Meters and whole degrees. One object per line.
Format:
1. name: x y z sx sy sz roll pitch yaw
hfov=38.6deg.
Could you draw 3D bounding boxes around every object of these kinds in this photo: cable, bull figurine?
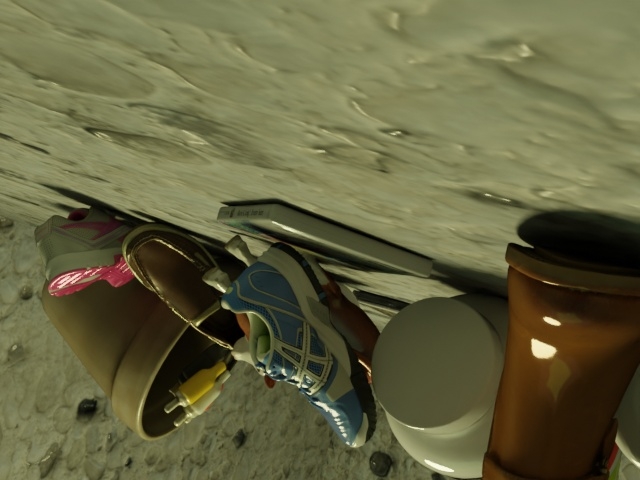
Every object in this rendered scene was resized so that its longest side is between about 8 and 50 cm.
1. cable: -0.125 0.178 1.433 0.072 0.287 0.139 48 173 19
2. bull figurine: -0.039 0.090 1.037 0.188 0.101 0.310 50 157 -18

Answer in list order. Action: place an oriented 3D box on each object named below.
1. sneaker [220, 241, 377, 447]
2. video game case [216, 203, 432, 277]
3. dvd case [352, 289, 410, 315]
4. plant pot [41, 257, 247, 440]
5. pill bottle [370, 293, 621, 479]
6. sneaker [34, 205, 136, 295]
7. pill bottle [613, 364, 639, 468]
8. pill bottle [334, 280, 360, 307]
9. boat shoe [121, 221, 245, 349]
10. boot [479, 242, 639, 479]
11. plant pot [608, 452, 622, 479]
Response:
1. sneaker: -0.019 0.108 0.849 0.211 0.081 0.080 61 159 -13
2. video game case: 0.000 0.000 0.822 0.157 0.019 0.143 19 173 -23
3. dvd case: 0.160 0.121 1.394 0.164 0.018 0.221 14 172 27
4. plant pot: -0.296 0.121 1.529 0.280 0.323 0.323 33 178 18
5. pill bottle: 0.185 0.167 0.946 0.181 0.181 0.323 12 166 38
6. sneaker: -0.306 0.000 1.310 0.103 0.111 0.252 -32 170 22
7. pill bottle: 0.321 0.147 0.767 0.121 0.121 0.216 13 172 32
8. pill bottle: -0.030 0.100 1.286 0.112 0.112 0.186 20 176 -24
9. boat shoe: -0.169 0.070 1.267 0.257 0.095 0.095 44 -175 -43
10. boot: 0.143 0.123 0.590 0.109 0.220 0.283 16 173 11
11. plant pot: 0.351 0.285 1.408 0.207 0.227 0.228 10 172 10
